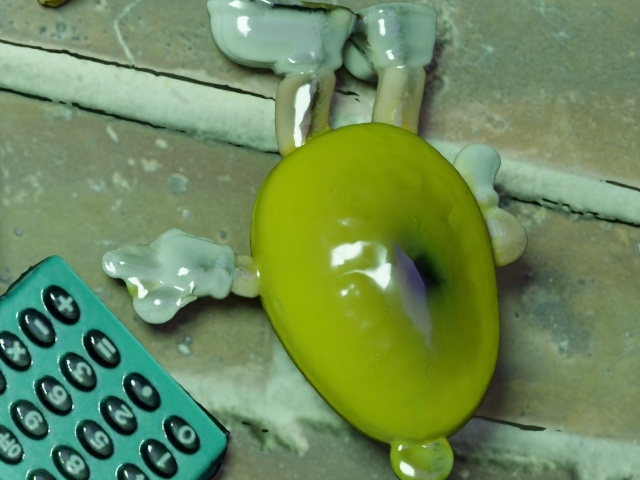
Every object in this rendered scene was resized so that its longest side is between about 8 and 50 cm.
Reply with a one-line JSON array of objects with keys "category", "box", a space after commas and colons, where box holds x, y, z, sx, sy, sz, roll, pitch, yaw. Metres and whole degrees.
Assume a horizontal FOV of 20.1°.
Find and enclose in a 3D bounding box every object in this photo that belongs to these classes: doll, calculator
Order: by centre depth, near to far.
[{"category": "calculator", "box": [-0.222, 0.175, 1.465, 0.248, 0.058, 0.274, 49, 64, -9]}, {"category": "doll", "box": [0.017, -0.030, 1.567, 0.348, 0.161, 0.423, 22, 70, -5]}]

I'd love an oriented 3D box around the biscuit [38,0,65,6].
[{"category": "biscuit", "box": [-0.121, -0.338, 1.616, 0.378, 0.054, 0.094, -38, 95, -25]}]
